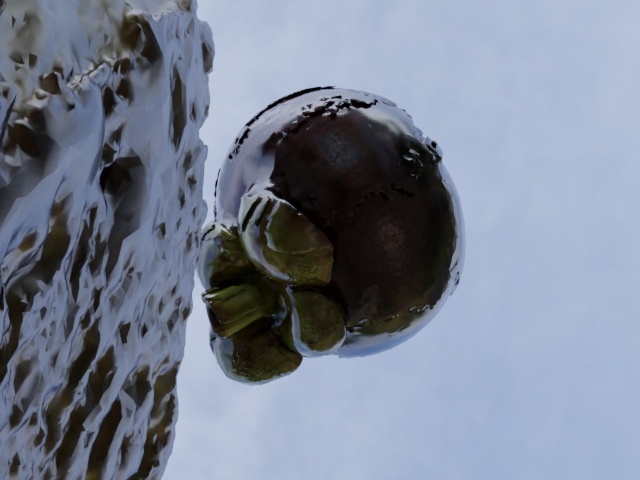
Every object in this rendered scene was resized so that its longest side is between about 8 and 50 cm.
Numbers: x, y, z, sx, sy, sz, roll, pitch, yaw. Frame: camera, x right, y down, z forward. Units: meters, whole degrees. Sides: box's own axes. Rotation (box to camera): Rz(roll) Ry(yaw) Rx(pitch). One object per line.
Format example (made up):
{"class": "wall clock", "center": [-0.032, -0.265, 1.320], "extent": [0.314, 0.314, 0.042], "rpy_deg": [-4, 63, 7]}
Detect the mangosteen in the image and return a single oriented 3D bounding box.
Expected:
{"class": "mangosteen", "center": [0.000, 0.000, 0.941], "extent": [0.180, 0.166, 0.166], "rpy_deg": [-44, -59, -32]}

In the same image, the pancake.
{"class": "pancake", "center": [-0.088, 0.037, 0.415], "extent": [0.266, 0.057, 0.244], "rpy_deg": [-65, -18, -44]}
